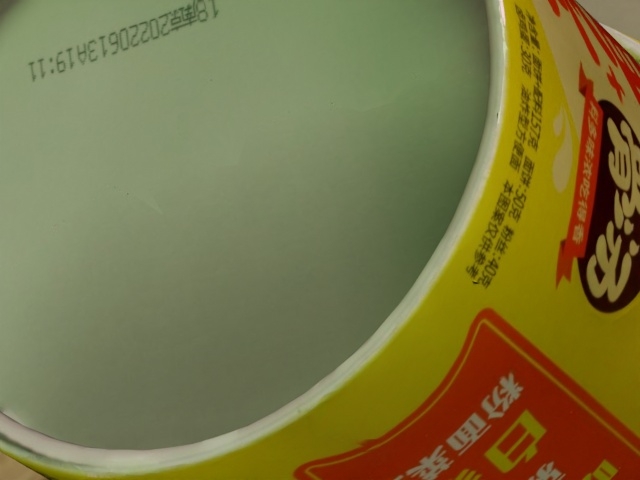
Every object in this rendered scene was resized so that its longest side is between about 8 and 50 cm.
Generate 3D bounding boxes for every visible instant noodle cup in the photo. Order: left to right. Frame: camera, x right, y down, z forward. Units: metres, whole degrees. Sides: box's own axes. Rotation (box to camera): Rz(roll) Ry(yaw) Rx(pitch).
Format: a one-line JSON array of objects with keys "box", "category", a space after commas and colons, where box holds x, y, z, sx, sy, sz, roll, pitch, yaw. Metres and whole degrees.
[{"box": [0.000, 0.000, 0.554, 0.311, 0.221, 0.311, -10, 67, 25], "category": "instant noodle cup"}]

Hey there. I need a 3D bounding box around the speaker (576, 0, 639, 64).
[{"box": [0.262, -0.076, 0.674, 0.406, 0.183, 0.184, -9, 66, 27], "category": "speaker"}]
